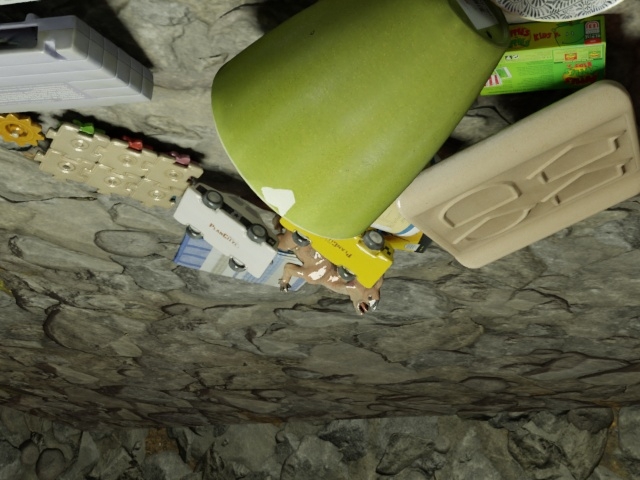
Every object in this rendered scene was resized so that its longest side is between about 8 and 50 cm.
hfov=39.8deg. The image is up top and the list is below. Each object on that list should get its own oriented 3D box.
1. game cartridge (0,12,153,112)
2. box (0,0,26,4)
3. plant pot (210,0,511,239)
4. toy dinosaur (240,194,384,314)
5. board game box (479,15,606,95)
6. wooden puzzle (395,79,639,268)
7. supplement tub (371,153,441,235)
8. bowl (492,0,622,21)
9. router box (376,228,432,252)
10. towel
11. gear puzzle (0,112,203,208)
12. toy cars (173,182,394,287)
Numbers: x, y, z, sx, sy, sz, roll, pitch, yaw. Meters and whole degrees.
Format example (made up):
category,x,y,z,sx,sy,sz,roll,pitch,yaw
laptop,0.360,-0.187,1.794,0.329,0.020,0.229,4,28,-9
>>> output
category,x,y,z,sx,sy,sz,roll,pitch,yaw
game cartridge,-0.430,-0.229,1.187,0.354,0.068,0.230,-1,176,14
box,-0.344,-0.322,0.931,0.126,0.137,0.072,-2,154,16
plant pot,0.066,-0.193,1.040,0.274,0.275,0.293,23,134,-35
toy dinosaur,0.000,0.000,1.565,0.296,0.127,0.200,53,134,0
board game box,0.267,-0.232,1.124,0.181,0.043,0.092,-2,156,17
wooden puzzle,0.292,-0.093,1.266,0.322,0.081,0.348,-27,154,15
supplement tub,0.071,-0.097,1.341,0.199,0.144,0.144,17,153,-23
bowl,0.249,-0.309,0.910,0.170,0.080,0.170,4,155,2
router box,0.148,-0.040,1.571,0.133,0.046,0.179,9,155,-8
towel,-0.151,0.037,1.824,0.285,0.034,0.209,13,157,-13
gear puzzle,-0.374,-0.144,1.455,0.338,0.044,0.175,17,149,-24
toy cars,-0.057,-0.023,1.479,0.393,0.087,0.177,4,125,25
